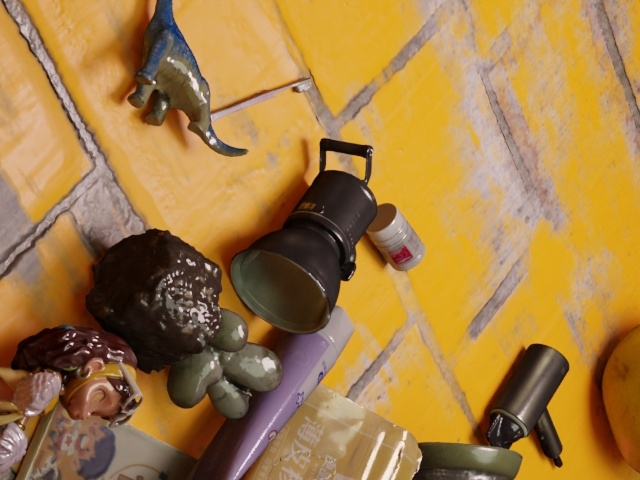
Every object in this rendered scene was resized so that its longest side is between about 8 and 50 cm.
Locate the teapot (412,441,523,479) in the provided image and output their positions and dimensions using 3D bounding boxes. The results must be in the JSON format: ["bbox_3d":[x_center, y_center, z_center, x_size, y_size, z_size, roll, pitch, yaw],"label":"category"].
[{"bbox_3d":[0.178,0.474,2.038,0.200,0.270,0.337,7,72,-9],"label":"teapot"}]

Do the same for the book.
[{"bbox_3d":[-0.254,0.327,1.711,0.295,0.020,0.208,36,68,-44],"label":"book"}]

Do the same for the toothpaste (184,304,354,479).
[{"bbox_3d":[-0.079,0.219,1.814,0.080,0.125,0.371,51,50,-13],"label":"toothpaste"}]

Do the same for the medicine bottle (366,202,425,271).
[{"bbox_3d":[0.106,-0.005,2.030,0.091,0.058,0.058,51,59,-37],"label":"medicine bottle"}]

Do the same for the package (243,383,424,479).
[{"bbox_3d":[0.006,0.373,1.891,0.221,0.165,0.311,48,60,-39],"label":"package"}]

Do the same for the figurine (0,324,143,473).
[{"bbox_3d":[-0.312,0.162,1.550,0.240,0.175,0.116,-11,59,-36],"label":"figurine"}]

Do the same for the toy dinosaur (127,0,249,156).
[{"bbox_3d":[-0.158,-0.223,1.720,0.247,0.075,0.188,40,58,-35],"label":"toy dinosaur"}]

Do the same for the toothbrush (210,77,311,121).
[{"bbox_3d":[-0.077,-0.184,1.845,0.194,0.014,0.017,-24,112,-43],"label":"toothbrush"}]

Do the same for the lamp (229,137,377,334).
[{"bbox_3d":[0.000,0.000,1.877,0.227,0.147,0.172,-54,143,-38],"label":"lamp"}]

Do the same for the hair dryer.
[{"bbox_3d":[0.356,0.319,2.337,0.195,0.078,0.248,-53,135,-27],"label":"hair dryer"}]

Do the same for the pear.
[{"bbox_3d":[0.642,0.279,2.487,0.285,0.285,0.336,-52,131,-30],"label":"pear"}]

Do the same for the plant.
[{"bbox_3d":[-0.154,0.113,1.696,0.274,0.146,0.149,53,47,-40],"label":"plant"}]
